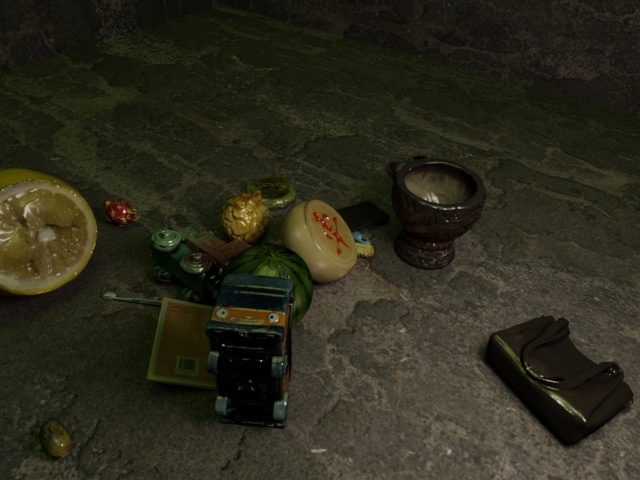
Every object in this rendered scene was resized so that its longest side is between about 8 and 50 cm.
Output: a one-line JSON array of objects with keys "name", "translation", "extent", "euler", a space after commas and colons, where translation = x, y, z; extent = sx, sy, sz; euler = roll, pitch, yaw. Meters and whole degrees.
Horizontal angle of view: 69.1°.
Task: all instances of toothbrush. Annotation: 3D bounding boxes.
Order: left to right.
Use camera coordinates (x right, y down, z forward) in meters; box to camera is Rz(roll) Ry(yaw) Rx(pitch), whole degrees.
[{"name": "toothbrush", "translation": [-0.495, 0.165, 1.280], "extent": [0.219, 0.016, 0.019], "euler": [7, 33, 6]}]

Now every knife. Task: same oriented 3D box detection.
[{"name": "knife", "translation": [0.052, -0.061, 1.568], "extent": [0.044, 0.019, 0.313], "euler": [-28, 48, -29]}]

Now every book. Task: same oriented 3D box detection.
[{"name": "book", "translation": [-0.324, 0.251, 1.151], "extent": [0.170, 0.018, 0.242], "euler": [15, 38, -18]}]

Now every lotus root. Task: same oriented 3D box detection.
[{"name": "lotus root", "translation": [-0.557, 0.410, 0.970], "extent": [0.099, 0.054, 0.049], "euler": [38, 31, 32]}]

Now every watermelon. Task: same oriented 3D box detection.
[{"name": "watermelon", "translation": [-0.136, 0.125, 1.173], "extent": [0.242, 0.243, 0.243], "euler": [2, 41, -1]}]

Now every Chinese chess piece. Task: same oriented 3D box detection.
[{"name": "Chinese chess piece", "translation": [0.000, 0.000, 1.334], "extent": [0.250, 0.097, 0.251], "euler": [37, 34, -31]}]

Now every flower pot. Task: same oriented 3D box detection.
[{"name": "flower pot", "translation": [0.338, -0.069, 1.402], "extent": [0.266, 0.267, 0.267], "euler": [1, 42, -1]}]

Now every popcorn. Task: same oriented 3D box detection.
[{"name": "popcorn", "translation": [-0.234, -0.077, 1.460], "extent": [0.179, 0.180, 0.170], "euler": [-28, 85, -30]}]

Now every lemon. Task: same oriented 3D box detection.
[{"name": "lemon", "translation": [-0.825, -0.028, 1.257], "extent": [0.363, 0.365, 0.364], "euler": [2, 41, -1]}]

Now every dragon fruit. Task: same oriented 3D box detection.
[{"name": "dragon fruit", "translation": [-0.646, -0.089, 1.512], "extent": [0.116, 0.081, 0.086], "euler": [19, 33, 18]}]

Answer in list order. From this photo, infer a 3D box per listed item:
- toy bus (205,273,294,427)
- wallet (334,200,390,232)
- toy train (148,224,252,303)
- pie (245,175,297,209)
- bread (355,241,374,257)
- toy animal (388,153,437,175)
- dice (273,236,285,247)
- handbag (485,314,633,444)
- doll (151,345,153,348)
[{"name": "toy bus", "translation": [-0.138, 0.237, 0.988], "extent": [0.161, 0.324, 0.194], "euler": [4, 39, 2]}, {"name": "wallet", "translation": [0.108, -0.073, 1.554], "extent": [0.244, 0.025, 0.124], "euler": [-18, 42, -34]}, {"name": "toy train", "translation": [-0.345, 0.049, 1.337], "extent": [0.304, 0.150, 0.221], "euler": [29, 38, 29]}, {"name": "pie", "translation": [-0.178, -0.175, 1.663], "extent": [0.186, 0.041, 0.187], "euler": [1, 42, -1]}, {"name": "bread", "translation": [0.126, 0.031, 1.451], "extent": [0.087, 0.034, 0.049], "euler": [6, 56, 10]}, {"name": "toy animal", "translation": [0.371, -0.236, 1.723], "extent": [0.195, 0.091, 0.324], "euler": [-3, 40, -6]}, {"name": "dice", "translation": [-0.093, 0.049, 1.375], "extent": [0.094, 0.091, 0.093], "euler": [21, 44, 18]}, {"name": "handbag", "translation": [0.573, 0.306, 1.113], "extent": [0.256, 0.114, 0.285], "euler": [-14, 43, -28]}, {"name": "doll", "translation": [-0.359, 0.279, 1.142], "extent": [0.114, 0.039, 0.057], "euler": [18, 71, 3]}]
